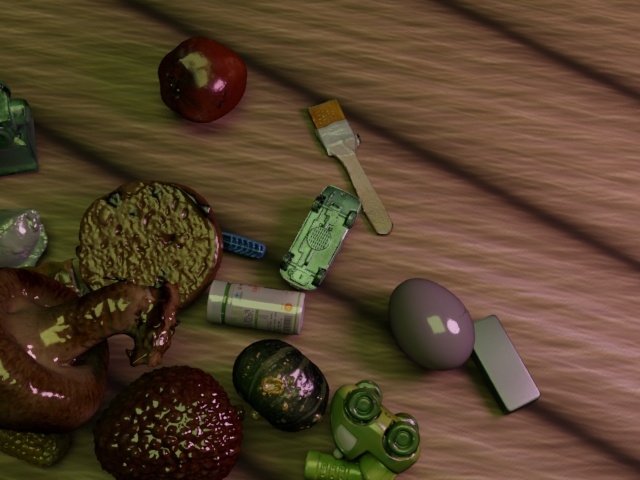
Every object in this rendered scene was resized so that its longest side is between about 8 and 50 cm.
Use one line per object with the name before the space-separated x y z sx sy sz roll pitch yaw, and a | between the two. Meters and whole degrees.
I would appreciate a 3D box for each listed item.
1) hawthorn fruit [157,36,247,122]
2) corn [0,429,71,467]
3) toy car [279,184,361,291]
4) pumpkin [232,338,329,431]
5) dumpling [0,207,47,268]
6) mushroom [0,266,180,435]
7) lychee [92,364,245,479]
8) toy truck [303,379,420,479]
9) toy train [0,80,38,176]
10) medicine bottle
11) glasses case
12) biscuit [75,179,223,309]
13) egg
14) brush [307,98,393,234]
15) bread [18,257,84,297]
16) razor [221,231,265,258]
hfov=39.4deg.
hawthorn fruit | -0.237 -0.339 1.894 0.202 0.185 0.185 -18 64 -48
corn | -0.607 0.310 1.643 0.322 0.119 0.119 26 69 7
toy car | 0.000 0.000 1.806 0.090 0.076 0.224 27 77 8
pumpkin | -0.074 0.267 1.635 0.190 0.190 0.146 23 66 8
dumpling | -0.652 0.012 1.771 0.217 0.105 0.149 -8 68 -5
mushroom | -0.468 0.173 1.532 0.334 0.356 0.331 38 40 -24
lychee | -0.263 0.336 1.576 0.271 0.236 0.236 -4 66 -23
toy truck | 0.085 0.373 1.626 0.187 0.148 0.210 24 90 5
toy train | -0.713 -0.220 1.813 0.266 0.202 0.145 -10 67 -6
medicine bottle | -0.124 0.131 1.743 0.183 0.086 0.086 9 68 2
glasses case | 0.348 0.240 1.732 0.078 0.039 0.184 -24 70 -10
biscuit | -0.336 0.016 1.773 0.296 0.075 0.296 0 84 4
egg | 0.209 0.159 1.705 0.146 0.146 0.198 -29 66 -12
brush | 0.069 -0.154 1.901 0.085 0.020 0.336 -21 70 -10
bread | -0.601 0.109 1.743 0.269 0.098 0.087 -12 27 -6
razor | -0.234 -0.012 1.824 0.253 0.042 0.082 16 95 6
